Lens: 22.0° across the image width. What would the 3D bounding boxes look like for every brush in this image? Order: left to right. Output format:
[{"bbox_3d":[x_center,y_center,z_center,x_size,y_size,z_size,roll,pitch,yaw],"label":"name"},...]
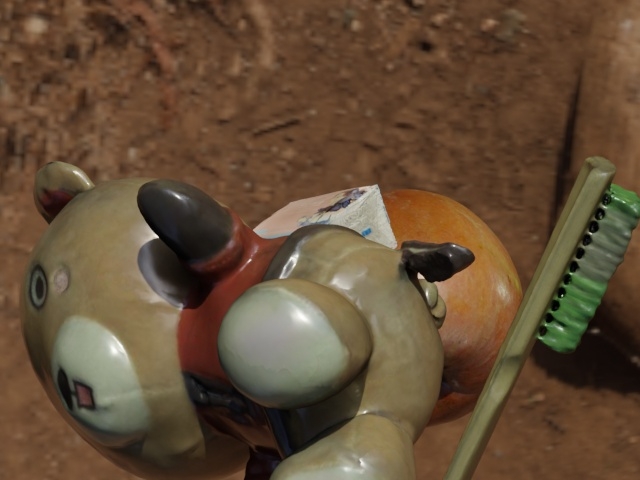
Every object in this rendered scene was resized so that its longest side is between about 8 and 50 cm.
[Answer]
[{"bbox_3d":[0.135,0.080,1.074,0.048,0.054,0.282,25,106,4],"label":"brush"}]

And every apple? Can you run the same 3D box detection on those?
[{"bbox_3d":[0.073,0.064,1.633,0.253,0.253,0.254,0,90,40],"label":"apple"}]

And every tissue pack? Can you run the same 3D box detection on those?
[{"bbox_3d":[0.000,0.000,1.267,0.094,0.074,0.059,-10,108,43],"label":"tissue pack"}]

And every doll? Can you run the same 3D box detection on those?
[{"bbox_3d":[-0.052,0.056,0.958,0.330,0.174,0.235,7,125,47],"label":"doll"}]
